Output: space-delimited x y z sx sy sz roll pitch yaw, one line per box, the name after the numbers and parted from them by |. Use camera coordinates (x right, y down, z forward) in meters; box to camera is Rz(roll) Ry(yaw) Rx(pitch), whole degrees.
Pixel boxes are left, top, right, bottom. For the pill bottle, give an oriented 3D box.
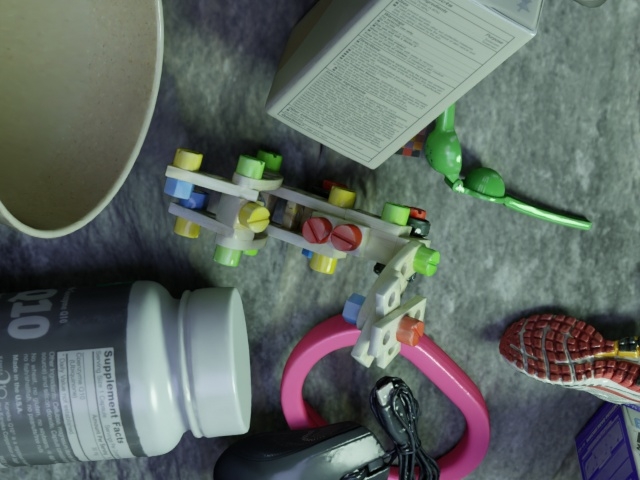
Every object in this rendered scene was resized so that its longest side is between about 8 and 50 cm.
-0.269 0.153 1.887 0.361 0.204 0.204 -5 122 3 | pill bottle

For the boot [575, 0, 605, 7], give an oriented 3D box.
0.239 -0.421 1.549 0.377 0.138 0.284 37 120 -25 | boot

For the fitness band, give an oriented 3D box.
0.079 0.208 2.009 0.209 0.054 0.291 -36 117 20 | fitness band

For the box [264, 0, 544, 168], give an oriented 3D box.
0.084 -0.208 1.627 0.148 0.121 0.311 28 147 -18 | box

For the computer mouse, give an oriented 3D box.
0.000 0.279 1.979 0.272 0.072 0.188 -15 121 7 | computer mouse

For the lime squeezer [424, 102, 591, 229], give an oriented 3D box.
0.183 -0.094 1.825 0.110 0.059 0.310 -46 116 -14 | lime squeezer

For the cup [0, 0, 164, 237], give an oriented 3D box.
-0.342 -0.186 1.637 0.237 0.331 0.331 12 125 22 | cup

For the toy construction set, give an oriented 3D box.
0.000 0.000 1.762 0.327 0.215 0.151 35 104 22 | toy construction set

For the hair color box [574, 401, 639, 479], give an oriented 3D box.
0.421 0.340 1.921 0.185 0.339 0.110 26 119 -15 | hair color box

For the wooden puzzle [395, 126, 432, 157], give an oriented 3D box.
0.091 -0.119 1.829 0.083 0.006 0.049 9 122 -6 | wooden puzzle

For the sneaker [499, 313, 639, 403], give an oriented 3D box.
0.323 0.155 1.951 0.225 0.088 0.093 14 154 8 | sneaker
